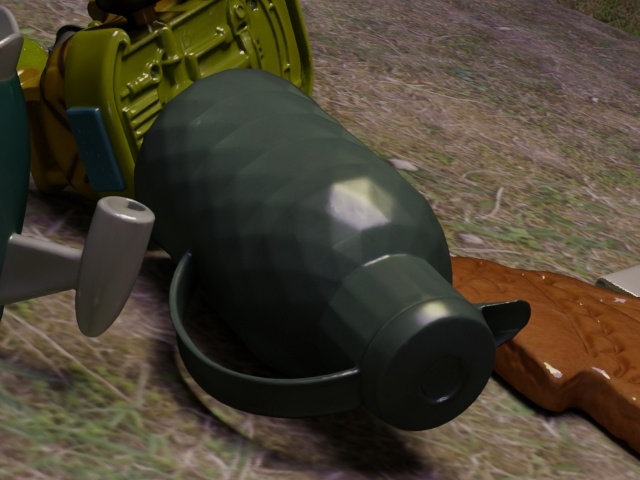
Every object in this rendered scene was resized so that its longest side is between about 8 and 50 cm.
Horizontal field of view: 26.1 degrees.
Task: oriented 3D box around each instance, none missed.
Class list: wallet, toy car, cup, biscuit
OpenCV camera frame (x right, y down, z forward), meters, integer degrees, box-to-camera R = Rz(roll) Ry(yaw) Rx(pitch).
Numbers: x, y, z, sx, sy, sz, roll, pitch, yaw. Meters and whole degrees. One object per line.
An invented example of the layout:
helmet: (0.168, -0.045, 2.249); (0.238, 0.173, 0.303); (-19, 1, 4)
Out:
wallet: (0.285, 0.044, 1.192); (0.061, 0.025, 0.122); (36, 25, 27)
toy car: (-0.118, -0.117, 1.031); (0.142, 0.200, 0.248); (3, 26, 34)
cup: (-0.233, -0.049, 0.751); (0.300, 0.173, 0.167); (19, 18, 5)
biscuit: (0.181, 0.068, 0.998); (0.306, 0.043, 0.284); (19, 19, 4)

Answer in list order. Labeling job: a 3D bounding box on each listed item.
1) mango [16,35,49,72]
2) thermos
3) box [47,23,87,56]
mango: (-0.266, -0.116, 1.038); (0.074, 0.091, 0.165); (37, 23, 19)
thermos: (-0.015, 0.013, 0.840); (0.182, 0.145, 0.286); (-21, 36, -18)
box: (-0.179, -0.121, 1.149); (0.122, 0.084, 0.069); (17, 26, 0)
